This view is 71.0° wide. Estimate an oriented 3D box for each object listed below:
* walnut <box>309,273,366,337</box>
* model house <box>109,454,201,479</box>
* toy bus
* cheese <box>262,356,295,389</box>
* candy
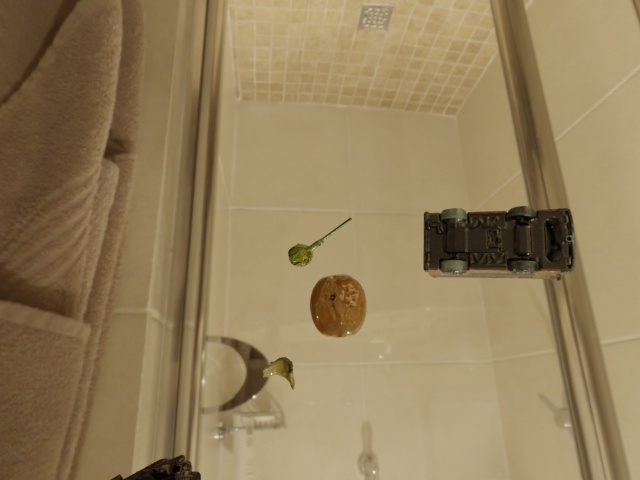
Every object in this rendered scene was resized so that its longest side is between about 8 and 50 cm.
[{"bbox_3d":[0.061,0.224,1.529,0.195,0.222,0.195,-1,149,0],"label":"walnut"},{"bbox_3d":[-0.290,0.420,0.708,0.203,0.141,0.164,-31,157,-27],"label":"model house"},{"bbox_3d":[0.421,0.014,1.093,0.323,0.162,0.194,-1,168,17],"label":"toy bus"},{"bbox_3d":[-0.091,0.291,0.997,0.084,0.041,0.060,6,125,21],"label":"cheese"},{"bbox_3d":[0.000,0.000,1.074,0.194,0.058,0.062,-37,145,25],"label":"candy"}]
